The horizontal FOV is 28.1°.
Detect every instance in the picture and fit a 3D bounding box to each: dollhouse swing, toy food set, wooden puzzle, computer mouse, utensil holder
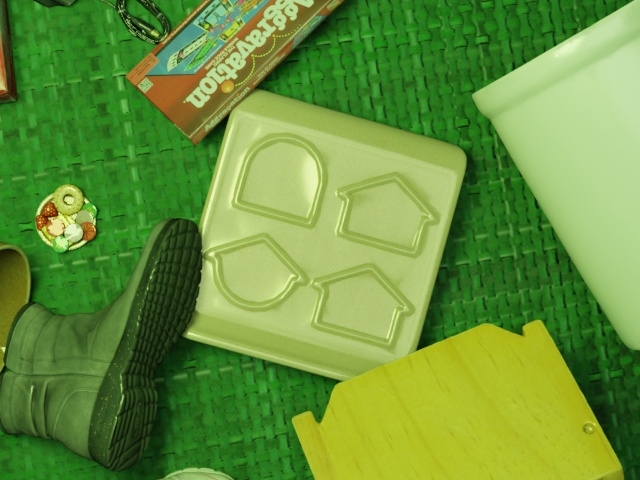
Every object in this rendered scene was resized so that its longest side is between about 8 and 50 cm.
[{"bbox_3d":[0.191,0.341,1.681,0.346,0.305,0.315,-22,60,-4],"label":"dollhouse swing"},{"bbox_3d":[-0.341,-0.027,1.719,0.083,0.020,0.082,-39,91,-4],"label":"toy food set"},{"bbox_3d":[0.000,0.000,1.713,0.322,0.080,0.348,16,83,-3],"label":"wooden puzzle"},{"bbox_3d":[-0.313,-0.331,1.719,0.242,0.041,0.071,23,86,-3],"label":"computer mouse"},{"bbox_3d":[0.426,-0.099,1.613,0.327,0.327,0.385,-29,91,-4],"label":"utensil holder"}]

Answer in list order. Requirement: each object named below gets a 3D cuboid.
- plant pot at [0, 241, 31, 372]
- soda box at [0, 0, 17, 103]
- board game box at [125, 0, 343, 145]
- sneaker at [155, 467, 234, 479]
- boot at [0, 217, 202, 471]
[{"bbox_3d":[-0.538,0.072,1.618,0.254,0.237,0.237,21,87,11],"label":"plant pot"},{"bbox_3d":[-0.459,-0.312,1.684,0.083,0.092,0.263,-7,89,-4],"label":"soda box"},{"bbox_3d":[-0.114,-0.270,1.705,0.281,0.027,0.145,-45,65,-3],"label":"board game box"},{"bbox_3d":[-0.224,0.365,1.668,0.252,0.111,0.103,-13,89,-4],"label":"sneaker"},{"bbox_3d":[-0.297,0.109,1.642,0.222,0.118,0.338,16,81,29],"label":"boot"}]
